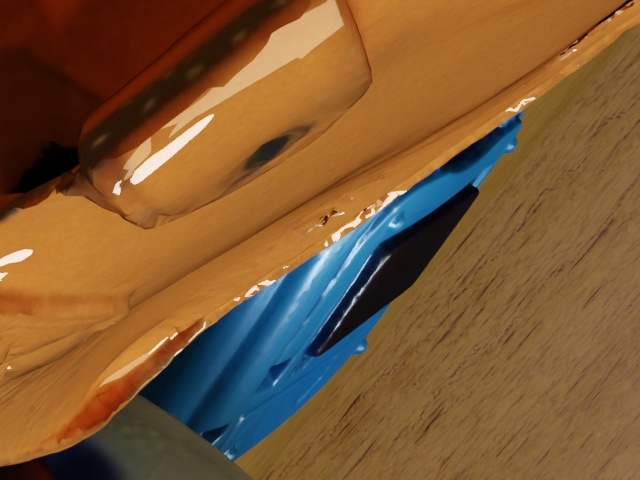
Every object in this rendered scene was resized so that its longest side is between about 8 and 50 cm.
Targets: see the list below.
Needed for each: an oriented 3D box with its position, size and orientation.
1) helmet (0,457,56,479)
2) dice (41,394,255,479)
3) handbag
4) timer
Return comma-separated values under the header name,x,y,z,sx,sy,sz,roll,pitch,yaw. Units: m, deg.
name,x,y,z,sx,sy,sz,roll,pitch,yaw
helmet,-0.189,0.148,0.716,0.189,0.193,0.216,-55,-148,40
dice,-0.126,0.264,0.994,0.277,0.304,0.304,-46,165,-24
handbag,-0.009,-0.063,0.534,0.410,0.116,0.303,-36,175,17
timer,0.000,0.000,1.196,0.309,0.115,0.340,-57,169,27
